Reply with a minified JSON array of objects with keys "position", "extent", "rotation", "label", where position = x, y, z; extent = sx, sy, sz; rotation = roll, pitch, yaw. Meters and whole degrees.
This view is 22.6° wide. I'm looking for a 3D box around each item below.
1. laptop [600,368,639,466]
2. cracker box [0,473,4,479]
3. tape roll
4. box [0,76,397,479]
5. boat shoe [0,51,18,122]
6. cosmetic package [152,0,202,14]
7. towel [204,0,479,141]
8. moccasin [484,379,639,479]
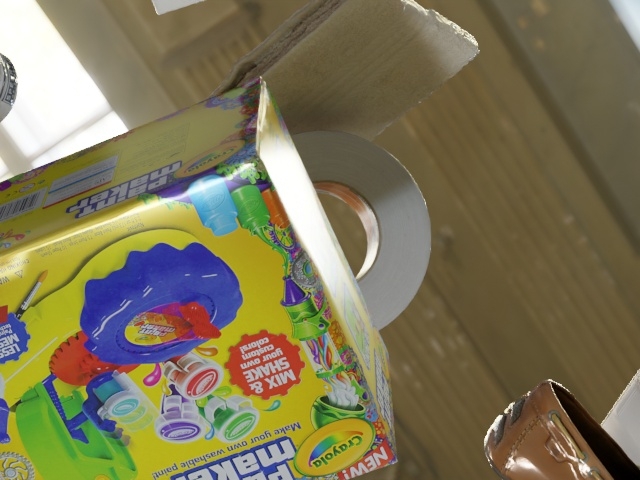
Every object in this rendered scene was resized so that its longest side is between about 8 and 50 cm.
[{"position":[0.435,0.428,2.158],"extent":[0.236,0.408,0.382],"rotation":[-27,160,-15],"label":"laptop"},{"position":[-0.301,0.182,1.542],"extent":[0.232,0.156,0.067],"rotation":[-38,168,-13],"label":"cracker box"},{"position":[0.000,0.000,1.640],"extent":[0.219,0.219,0.072],"rotation":[-38,180,-11],"label":"tape roll"},{"position":[-0.124,0.069,1.267],"extent":[0.290,0.279,0.177],"rotation":[-21,-157,9],"label":"box"},{"position":[-0.516,-0.145,1.698],"extent":[0.367,0.136,0.156],"rotation":[-9,165,19],"label":"boat shoe"},{"position":[-0.066,-0.442,2.098],"extent":[0.365,0.155,0.197],"rotation":[-18,-153,3],"label":"cosmetic package"},{"position":[0.010,-0.162,1.679],"extent":[0.282,0.187,0.049],"rotation":[-37,-131,27],"label":"towel"},{"position":[0.368,0.295,1.828],"extent":[0.147,0.380,0.139],"rotation":[-47,-174,22],"label":"moccasin"}]
